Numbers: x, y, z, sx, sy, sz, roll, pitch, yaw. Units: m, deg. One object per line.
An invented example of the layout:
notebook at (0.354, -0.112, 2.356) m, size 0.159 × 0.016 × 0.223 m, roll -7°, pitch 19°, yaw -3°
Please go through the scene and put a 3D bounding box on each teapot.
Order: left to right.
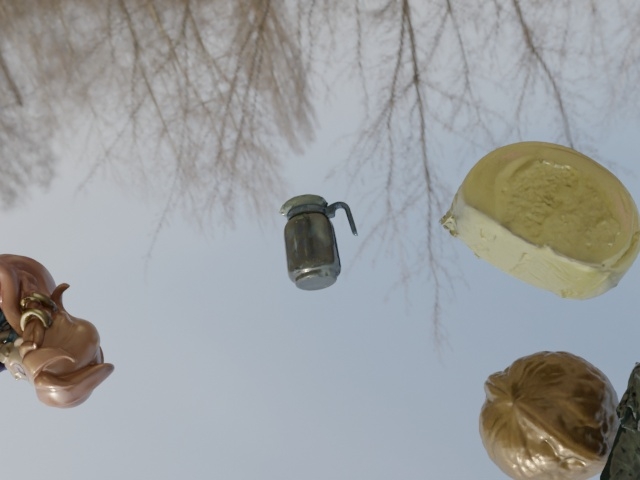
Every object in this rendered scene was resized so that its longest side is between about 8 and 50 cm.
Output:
teapot at (-0.003, -0.001, 0.752) m, size 0.063 × 0.049 × 0.083 m, roll -21°, pitch -117°, yaw 27°

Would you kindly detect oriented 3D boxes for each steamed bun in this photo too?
steamed bun at (0.325, -0.036, 1.208) m, size 0.272 × 0.232 × 0.166 m, roll 27°, pitch -101°, yaw 14°

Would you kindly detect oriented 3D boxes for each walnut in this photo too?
walnut at (0.356, 0.280, 1.298) m, size 0.227 × 0.228 × 0.228 m, roll -16°, pitch -156°, yaw 7°

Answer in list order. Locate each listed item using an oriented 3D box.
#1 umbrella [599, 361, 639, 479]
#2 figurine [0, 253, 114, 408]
umbrella at (0.463, 0.289, 1.164) m, size 0.094 × 0.143 × 0.349 m, roll 12°, pitch -104°, yaw 41°
figurine at (-0.236, 0.071, 0.658) m, size 0.157 × 0.126 × 0.114 m, roll 6°, pitch -124°, yaw 16°
